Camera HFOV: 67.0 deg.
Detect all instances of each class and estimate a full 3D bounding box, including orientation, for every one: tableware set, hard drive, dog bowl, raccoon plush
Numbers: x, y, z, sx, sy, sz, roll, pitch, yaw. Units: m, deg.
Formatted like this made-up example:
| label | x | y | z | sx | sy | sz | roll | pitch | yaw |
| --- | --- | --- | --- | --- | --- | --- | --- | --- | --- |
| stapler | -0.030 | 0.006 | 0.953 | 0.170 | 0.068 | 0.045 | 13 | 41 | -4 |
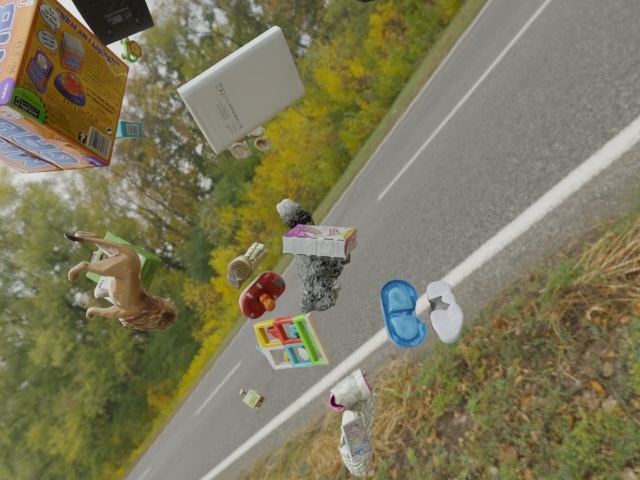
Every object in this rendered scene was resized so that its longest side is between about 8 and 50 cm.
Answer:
| label | x | y | z | sx | sy | sz | roll | pitch | yaw |
| --- | --- | --- | --- | --- | --- | --- | --- | --- | --- |
| tableware set | -0.246 | -0.343 | 1.624 | 0.168 | 0.141 | 0.020 | -20 | -18 | -32 |
| hard drive | -0.563 | -0.651 | 1.267 | 0.171 | 0.054 | 0.255 | -26 | -26 | -6 |
| hard drive | -0.228 | -0.452 | 1.472 | 0.353 | 0.047 | 0.233 | -37 | -42 | -11 |
| dog bowl | 0.340 | 0.314 | 2.035 | 0.074 | 0.165 | 0.298 | 106 | 157 | -61 |
| raccoon plush | -0.073 | 0.090 | 1.945 | 0.216 | 0.446 | 0.299 | -38 | 19 | 38 |

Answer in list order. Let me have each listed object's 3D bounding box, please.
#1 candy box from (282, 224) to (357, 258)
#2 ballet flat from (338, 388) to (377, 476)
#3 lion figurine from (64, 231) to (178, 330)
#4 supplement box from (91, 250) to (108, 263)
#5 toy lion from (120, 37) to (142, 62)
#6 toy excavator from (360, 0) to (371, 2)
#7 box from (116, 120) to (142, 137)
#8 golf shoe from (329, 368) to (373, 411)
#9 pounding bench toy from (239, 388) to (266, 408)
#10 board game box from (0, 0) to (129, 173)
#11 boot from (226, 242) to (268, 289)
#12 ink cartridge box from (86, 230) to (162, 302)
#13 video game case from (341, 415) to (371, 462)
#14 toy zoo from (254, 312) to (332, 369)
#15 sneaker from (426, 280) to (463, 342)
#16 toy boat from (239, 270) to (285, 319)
| label | x | y | z | sx | sy | sz | roll | pitch | yaw |
| --- | --- | --- | --- | --- | --- | --- | --- | --- | --- |
| candy box | 0.000 | 0.000 | 1.724 | 0.159 | 0.233 | 0.071 | -44 | -44 | -65 |
| ballet flat | 0.124 | 0.741 | 1.850 | 0.147 | 0.146 | 0.410 | -85 | -3 | -76 |
| lion figurine | -0.562 | 0.125 | 1.389 | 0.393 | 0.239 | 0.142 | 90 | -177 | -47 |
| supplement box | -0.963 | 0.093 | 2.105 | 0.055 | 0.043 | 0.083 | 67 | -167 | -51 |
| toy lion | -0.726 | -0.729 | 1.862 | 0.096 | 0.034 | 0.100 | 20 | -120 | -65 |
| toy excavator | -0.013 | -0.760 | 1.189 | 0.432 | 0.444 | 0.223 | -10 | 85 | 50 |
| box | -0.812 | -0.419 | 1.858 | 0.100 | 0.244 | 0.060 | -20 | -71 | -62 |
| golf shoe | 0.086 | 0.520 | 1.620 | 0.140 | 0.115 | 0.306 | -22 | -29 | -14 |
| pounding bench toy | -0.258 | 0.587 | 1.814 | 0.052 | 0.083 | 0.065 | -57 | -23 | -11 |
| board game box | -0.847 | -0.440 | 1.414 | 0.356 | 0.355 | 0.357 | 44 | -132 | -65 |
| boot | -0.298 | 0.082 | 2.044 | 0.203 | 0.095 | 0.262 | -52 | -4 | -31 |
| ink cartridge box | -0.701 | 0.095 | 1.649 | 0.189 | 0.255 | 0.097 | -64 | -17 | 0 |
| video game case | 0.121 | 0.668 | 1.627 | 0.087 | 0.122 | 0.011 | -13 | -6 | -36 |
| toy zoo | -0.119 | 0.366 | 1.724 | 0.293 | 0.193 | 0.030 | -15 | 15 | 32 |
| sneaker | 0.415 | 0.265 | 1.589 | 0.269 | 0.101 | 0.153 | -86 | -18 | -56 |
| toy boat | -0.246 | 0.259 | 2.134 | 0.231 | 0.151 | 0.151 | -46 | 41 | 4 |
